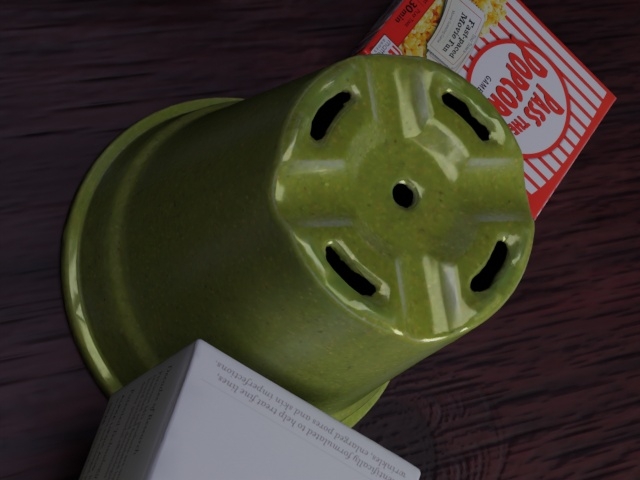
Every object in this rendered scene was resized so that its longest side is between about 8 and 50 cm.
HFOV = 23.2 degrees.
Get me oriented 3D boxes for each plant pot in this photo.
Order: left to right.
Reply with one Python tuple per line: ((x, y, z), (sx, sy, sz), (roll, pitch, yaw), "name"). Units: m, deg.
((0.000, 0.000, 1.031), (0.276, 0.254, 0.276), (8, 74, -27), "plant pot")

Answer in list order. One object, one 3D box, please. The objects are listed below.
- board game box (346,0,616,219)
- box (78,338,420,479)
((0.129, -0.126, 1.252), (0.193, 0.045, 0.146), (43, 62, -12), "board game box")
((-0.057, 0.191, 0.946), (0.181, 0.119, 0.182), (33, 51, -20), "box")
